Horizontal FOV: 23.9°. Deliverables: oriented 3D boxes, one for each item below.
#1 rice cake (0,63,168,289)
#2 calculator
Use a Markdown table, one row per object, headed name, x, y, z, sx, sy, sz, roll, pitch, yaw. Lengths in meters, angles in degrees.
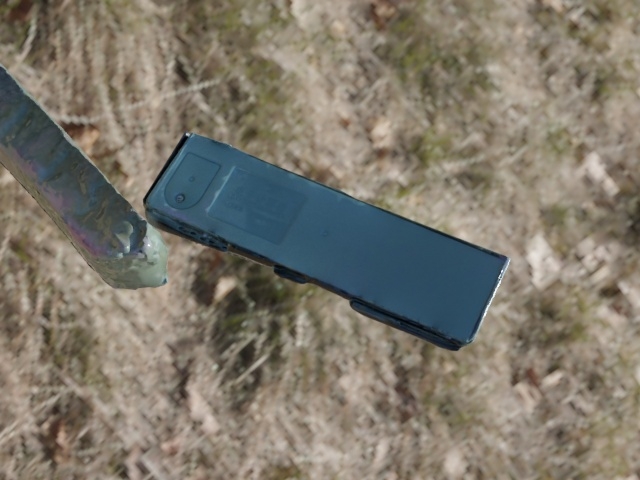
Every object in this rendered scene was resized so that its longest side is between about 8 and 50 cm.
| name | x | y | z | sx | sy | sz | roll | pitch | yaw |
| --- | --- | --- | --- | --- | --- | --- | --- | --- | --- |
| rice cake | -0.138 | -0.049 | 0.683 | 0.034 | 0.043 | 0.211 | -42 | 58 | -7 |
| calculator | 0.000 | 0.000 | 0.712 | 0.172 | 0.018 | 0.057 | 21 | 65 | 13 |
